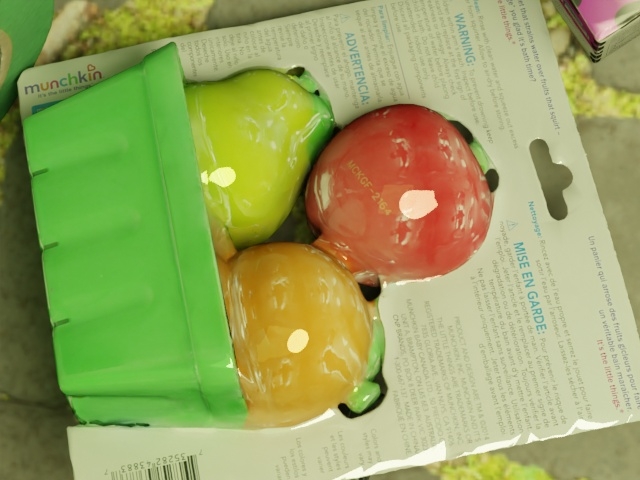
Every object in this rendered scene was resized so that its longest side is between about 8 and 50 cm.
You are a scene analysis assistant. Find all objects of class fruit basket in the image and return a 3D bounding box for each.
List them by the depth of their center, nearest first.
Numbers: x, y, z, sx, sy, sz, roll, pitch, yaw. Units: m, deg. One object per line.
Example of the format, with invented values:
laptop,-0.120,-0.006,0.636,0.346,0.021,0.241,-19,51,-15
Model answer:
fruit basket,0.000,0.000,1.125,0.353,0.165,0.327,-10,65,-8

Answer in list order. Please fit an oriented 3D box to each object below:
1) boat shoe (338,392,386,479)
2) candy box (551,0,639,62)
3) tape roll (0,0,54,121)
boat shoe,-0.018,0.242,1.175,0.105,0.113,0.306,12,80,6
candy box,0.152,-0.195,1.070,0.071,0.233,0.159,-32,89,8
tape roll,-0.299,-0.064,1.093,0.077,0.321,0.321,41,97,5
